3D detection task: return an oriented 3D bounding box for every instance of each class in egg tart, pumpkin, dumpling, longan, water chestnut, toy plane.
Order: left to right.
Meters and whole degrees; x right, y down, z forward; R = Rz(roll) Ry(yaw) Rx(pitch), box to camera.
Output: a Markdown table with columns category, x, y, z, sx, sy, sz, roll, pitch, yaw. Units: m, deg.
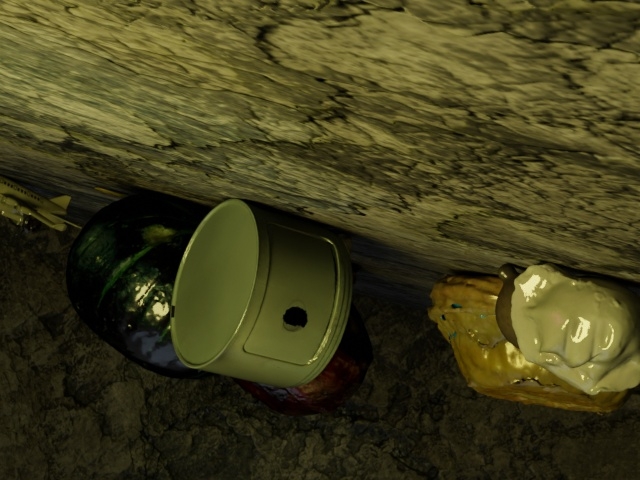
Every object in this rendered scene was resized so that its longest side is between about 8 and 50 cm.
| category | x | y | z | sx | sy | sz | roll | pitch | yaw |
| --- | --- | --- | --- | --- | --- | --- | --- | --- | --- |
| toy plane | -0.611 | -0.077 | 2.409 | 0.256 | 0.104 | 0.242 | 10 | -165 | -39 |
| pumpkin | -0.212 | 0.058 | 1.792 | 0.315 | 0.238 | 0.315 | 33 | -164 | -11 |
| water chestnut | -0.036 | 0.154 | 2.238 | 0.350 | 0.302 | 0.350 | 44 | -164 | -16 |
| longan | 0.254 | 0.079 | 1.449 | 0.119 | 0.106 | 0.106 | 54 | -179 | 8 |
| egg tart | 0.333 | 0.157 | 1.758 | 0.387 | 0.169 | 0.388 | 12 | 171 | 2 |
| dumpling | 0.292 | 0.101 | 1.313 | 0.188 | 0.127 | 0.108 | 20 | -177 | 7 |

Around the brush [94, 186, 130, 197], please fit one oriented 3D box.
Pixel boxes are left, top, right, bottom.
| category | x | y | z | sx | sy | sz | roll | pitch | yaw |
| --- | --- | --- | --- | --- | --- | --- | --- | --- | --- |
| brush | -0.283 | -0.062 | 1.988 | 0.205 | 0.011 | 0.083 | 15 | 177 | 14 |

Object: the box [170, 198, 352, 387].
| category | x | y | z | sx | sy | sz | roll | pitch | yaw |
| --- | --- | --- | --- | --- | --- | --- | --- | --- | --- |
| box | -0.080 | 0.072 | 1.581 | 0.149 | 0.226 | 0.226 | 17 | 176 | -30 |

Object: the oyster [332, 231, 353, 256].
| category | x | y | z | sx | sy | sz | roll | pitch | yaw |
| --- | --- | --- | --- | --- | --- | --- | --- | --- | --- |
| oyster | -0.001 | 0.003 | 1.709 | 0.106 | 0.061 | 0.200 | -6 | -166 | -44 |
